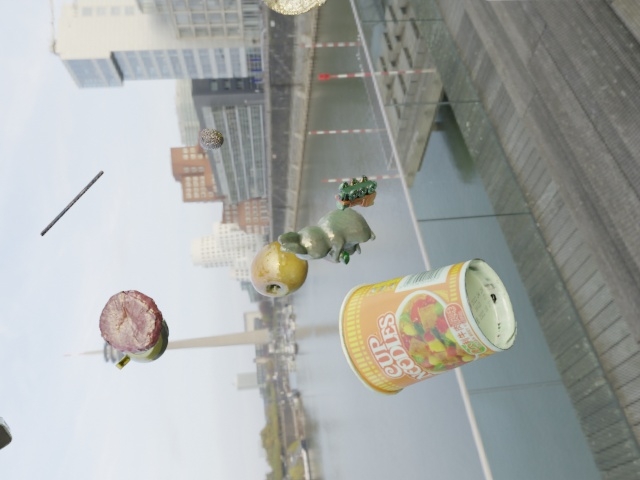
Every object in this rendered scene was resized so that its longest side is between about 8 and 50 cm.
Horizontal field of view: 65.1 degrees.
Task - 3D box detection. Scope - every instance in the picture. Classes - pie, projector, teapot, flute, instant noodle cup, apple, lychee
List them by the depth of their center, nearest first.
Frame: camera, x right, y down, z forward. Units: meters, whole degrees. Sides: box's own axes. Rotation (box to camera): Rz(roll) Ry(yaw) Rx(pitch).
[{"bbox_3d":[0.146,0.107,0.663,0.184,0.168,0.169,-27,61,40],"label":"instant noodle cup"},{"bbox_3d":[-0.433,0.185,1.142,0.038,0.153,0.154,32,-127,-79],"label":"pie"},{"bbox_3d":[-0.476,0.269,1.331,0.130,0.166,0.119,42,-177,-4],"label":"teapot"},{"bbox_3d":[-0.686,-0.101,1.380,0.014,0.269,0.014,46,-168,-13],"label":"flute"},{"bbox_3d":[-0.324,-0.300,1.480,0.067,0.083,0.068,-53,-32,-43],"label":"lychee"},{"bbox_3d":[-0.127,0.087,1.554,0.183,0.182,0.155,95,180,-54],"label":"apple"},{"bbox_3d":[-1.084,0.649,1.668,0.082,0.083,0.083,1,118,55],"label":"projector"}]

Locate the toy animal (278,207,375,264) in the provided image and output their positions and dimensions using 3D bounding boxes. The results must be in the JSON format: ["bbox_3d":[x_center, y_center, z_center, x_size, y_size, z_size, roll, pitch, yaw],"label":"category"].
[{"bbox_3d":[-0.002,-0.001,1.218,0.127,0.251,0.126,44,135,46],"label":"toy animal"}]

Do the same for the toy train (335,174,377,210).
[{"bbox_3d":[0.076,-0.096,1.066,0.044,0.103,0.064,46,140,32],"label":"toy train"}]

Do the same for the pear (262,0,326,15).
[{"bbox_3d":[-0.081,-0.752,1.426,0.178,0.266,0.267,-103,10,-81],"label":"pear"}]
